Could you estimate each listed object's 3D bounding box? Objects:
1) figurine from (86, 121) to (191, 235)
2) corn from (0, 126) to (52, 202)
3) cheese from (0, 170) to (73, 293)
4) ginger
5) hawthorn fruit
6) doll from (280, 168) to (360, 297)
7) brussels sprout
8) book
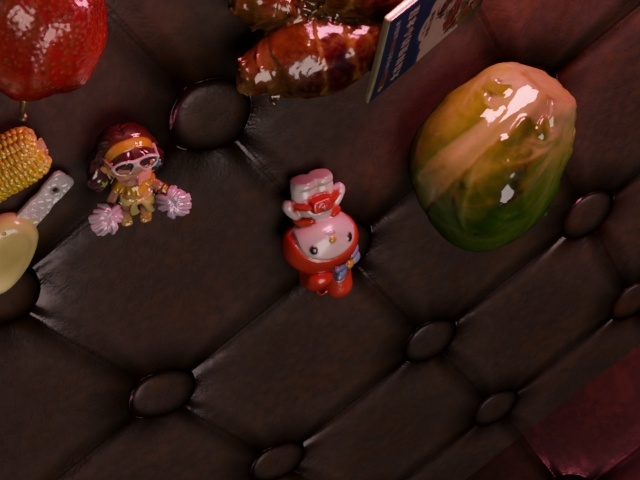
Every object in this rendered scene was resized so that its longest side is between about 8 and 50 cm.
[{"bbox_3d":[-0.317,-0.097,1.618,0.175,0.116,0.240,-17,142,-16],"label":"figurine"},{"bbox_3d":[-0.538,-0.089,1.497,0.244,0.093,0.093,-30,139,-4],"label":"corn"},{"bbox_3d":[-0.509,-0.020,1.614,0.255,0.050,0.127,-47,136,11],"label":"cheese"},{"bbox_3d":[0.002,-0.367,1.545,0.274,0.152,0.357,25,111,-45],"label":"ginger"},{"bbox_3d":[-0.403,-0.280,1.331,0.205,0.205,0.253,1,129,-34],"label":"hawthorn fruit"},{"bbox_3d":[0.000,0.000,1.905,0.161,0.130,0.290,-23,123,-22],"label":"doll"},{"bbox_3d":[0.336,-0.154,1.873,0.315,0.276,0.371,-8,132,-32],"label":"brussels sprout"},{"bbox_3d":[0.197,-0.385,1.618,0.322,0.018,0.228,-44,165,-23],"label":"book"}]
